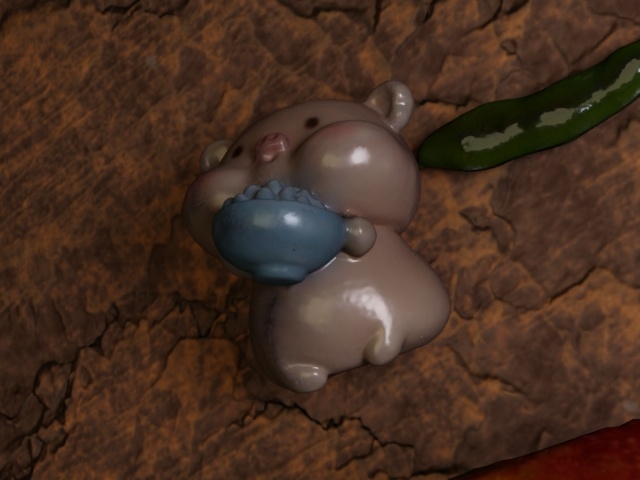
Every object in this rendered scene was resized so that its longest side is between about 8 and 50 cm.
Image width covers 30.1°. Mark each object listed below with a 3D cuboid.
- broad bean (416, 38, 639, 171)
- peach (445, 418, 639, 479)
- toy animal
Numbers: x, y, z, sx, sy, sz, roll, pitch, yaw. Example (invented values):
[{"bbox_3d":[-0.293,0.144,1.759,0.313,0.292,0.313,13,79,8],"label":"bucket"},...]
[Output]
[{"bbox_3d":[0.191,-0.109,0.998,0.254,0.046,0.065,-25,70,20],"label":"broad bean"},{"bbox_3d":[0.182,0.308,0.815,0.406,0.335,0.310,-28,62,19],"label":"peach"},{"bbox_3d":[0.009,0.004,1.007,0.210,0.229,0.221,-20,116,19],"label":"toy animal"}]
